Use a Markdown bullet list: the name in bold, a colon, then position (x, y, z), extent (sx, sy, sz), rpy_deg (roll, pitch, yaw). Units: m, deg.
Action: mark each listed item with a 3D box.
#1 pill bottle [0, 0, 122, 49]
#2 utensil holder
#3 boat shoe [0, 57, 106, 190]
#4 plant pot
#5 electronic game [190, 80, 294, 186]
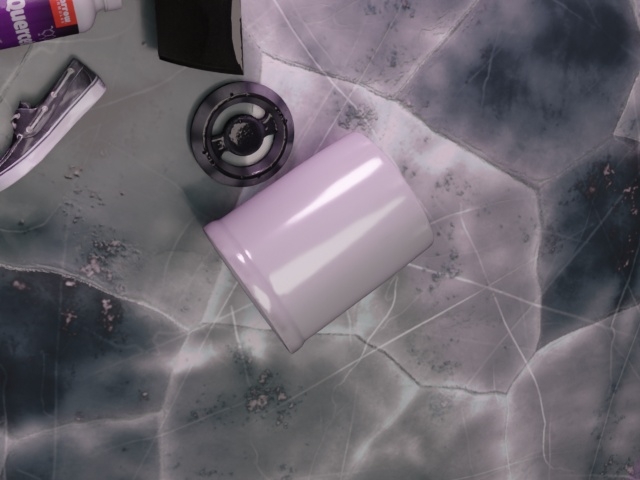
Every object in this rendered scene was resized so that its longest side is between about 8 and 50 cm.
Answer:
- **pill bottle**: position (-0.539, -0.455, 1.632), extent (0.323, 0.181, 0.182), rpy_deg (-16, 112, -13)
- **utensil holder**: position (0.000, 0.000, 1.889), extent (0.385, 0.327, 0.328), rpy_deg (-34, 115, -8)
- **boat shoe**: position (-0.558, -0.229, 1.743), extent (0.301, 0.108, 0.102), rpy_deg (-47, 115, -2)
- **plant pot**: position (-0.237, -0.428, 1.751), extent (0.167, 0.188, 0.187), rpy_deg (-3, 109, -5)
- **electronic game**: position (-0.166, -0.226, 1.906), extent (0.229, 0.048, 0.229), rpy_deg (-6, 109, -18)
